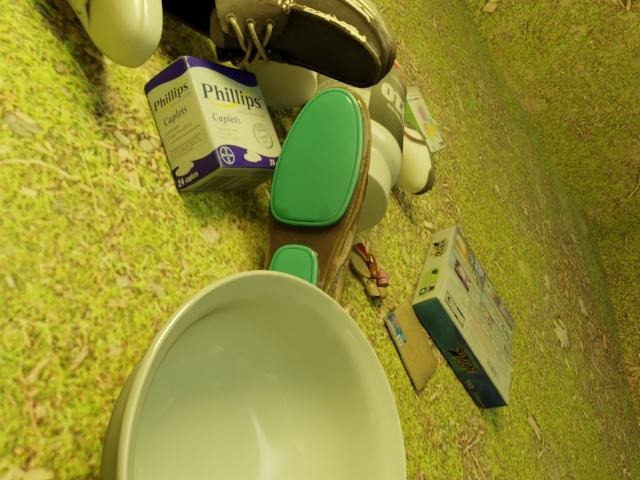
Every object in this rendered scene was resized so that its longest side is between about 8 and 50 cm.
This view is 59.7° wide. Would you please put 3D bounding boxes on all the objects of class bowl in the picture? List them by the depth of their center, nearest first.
[{"bbox_3d":[-0.066,0.184,0.472,0.298,0.134,0.298,26,53,-41],"label":"bowl"}]

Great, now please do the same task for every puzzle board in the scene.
[{"bbox_3d":[0.149,0.169,0.919,0.096,0.011,0.128,-27,92,-57],"label":"puzzle board"}]

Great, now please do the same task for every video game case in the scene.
[{"bbox_3d":[0.288,0.144,1.090,0.269,0.061,0.244,55,35,-17],"label":"video game case"}]

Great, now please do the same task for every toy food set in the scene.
[{"bbox_3d":[0.080,0.053,0.889,0.122,0.019,0.078,54,33,-4],"label":"toy food set"}]

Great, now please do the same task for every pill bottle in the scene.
[{"bbox_3d":[-0.056,-0.306,0.826,0.121,0.121,0.216,29,47,-44],"label":"pill bottle"},{"bbox_3d":[0.044,-0.154,0.833,0.161,0.161,0.283,43,39,-32],"label":"pill bottle"}]

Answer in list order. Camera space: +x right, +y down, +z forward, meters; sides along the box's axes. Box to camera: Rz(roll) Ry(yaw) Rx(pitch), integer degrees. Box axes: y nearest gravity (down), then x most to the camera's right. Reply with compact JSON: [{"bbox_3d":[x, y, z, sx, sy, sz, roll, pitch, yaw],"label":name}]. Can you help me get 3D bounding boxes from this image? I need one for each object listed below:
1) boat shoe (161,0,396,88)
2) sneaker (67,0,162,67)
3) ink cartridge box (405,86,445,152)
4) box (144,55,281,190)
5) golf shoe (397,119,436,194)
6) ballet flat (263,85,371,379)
[{"bbox_3d":[-0.083,-0.265,0.671,0.355,0.132,0.130,29,66,11],"label":"boat shoe"},{"bbox_3d":[-0.260,-0.295,0.551,0.123,0.106,0.290,-10,67,-54],"label":"sneaker"},{"bbox_3d":[0.215,-0.229,1.225,0.109,0.062,0.209,-29,95,-58],"label":"ink cartridge box"},{"bbox_3d":[-0.121,-0.134,0.666,0.126,0.072,0.137,-9,77,-58],"label":"box"},{"bbox_3d":[0.113,-0.198,1.044,0.120,0.105,0.273,-26,86,-42],"label":"golf shoe"},{"bbox_3d":[0.000,0.000,0.655,0.124,0.116,0.342,26,72,-66],"label":"ballet flat"}]
